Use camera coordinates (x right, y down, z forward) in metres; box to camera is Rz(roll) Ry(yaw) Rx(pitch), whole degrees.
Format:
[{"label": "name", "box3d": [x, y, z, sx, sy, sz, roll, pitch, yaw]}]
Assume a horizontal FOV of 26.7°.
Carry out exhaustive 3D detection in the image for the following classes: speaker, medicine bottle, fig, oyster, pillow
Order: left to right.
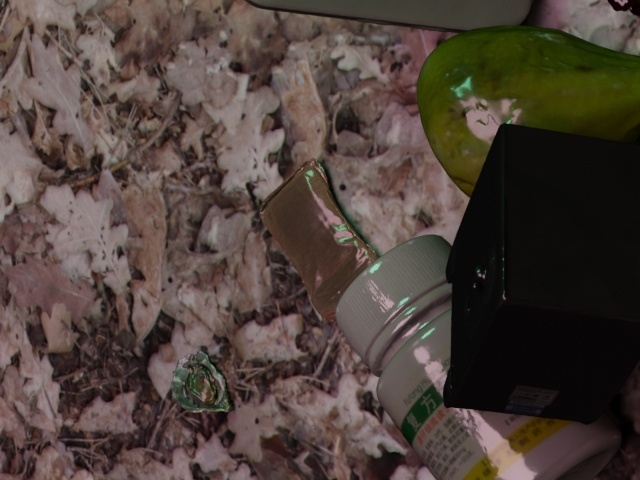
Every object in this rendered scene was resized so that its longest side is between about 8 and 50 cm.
[{"label": "oyster", "box3d": [-0.177, 0.217, 2.031, 0.098, 0.037, 0.100, -10, 65, 20]}, {"label": "pillow", "box3d": [-0.002, 0.002, 1.877, 0.135, 0.034, 0.211, -41, 69, 28]}, {"label": "medicine bottle", "box3d": [0.181, 0.171, 1.631, 0.340, 0.208, 0.208, 52, 121, 23]}, {"label": "speaker", "box3d": [0.239, 0.043, 1.447, 0.254, 0.184, 0.232, 105, 173, -55]}, {"label": "fig", "box3d": [0.258, -0.156, 1.540, 0.314, 0.233, 0.233, -16, 83, 45]}]

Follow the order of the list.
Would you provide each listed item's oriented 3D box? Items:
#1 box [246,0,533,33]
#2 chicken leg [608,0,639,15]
[{"label": "box", "box3d": [0.093, -0.444, 1.620, 0.372, 0.090, 0.367, 6, 99, -6]}, {"label": "chicken leg", "box3d": [0.381, -0.458, 1.522, 0.158, 0.095, 0.407, 4, 93, 57]}]
